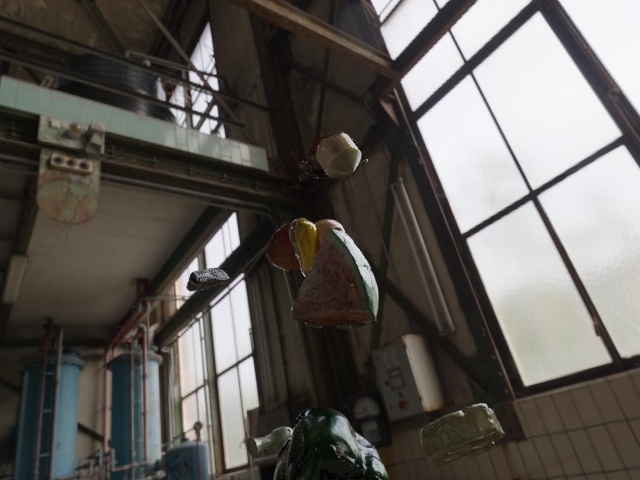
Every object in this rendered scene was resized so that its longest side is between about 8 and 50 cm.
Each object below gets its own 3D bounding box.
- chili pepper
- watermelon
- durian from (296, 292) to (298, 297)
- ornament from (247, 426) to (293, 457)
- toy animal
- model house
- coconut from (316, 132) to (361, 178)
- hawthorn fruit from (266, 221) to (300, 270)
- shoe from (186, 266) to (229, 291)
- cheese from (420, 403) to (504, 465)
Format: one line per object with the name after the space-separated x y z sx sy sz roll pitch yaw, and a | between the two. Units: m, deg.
0.015 0.505 0.942 0.233 0.248 0.256 -37 7 0 | chili pepper
0.083 0.169 1.254 0.319 0.222 0.292 -60 -32 4 | watermelon
-0.046 0.194 1.423 0.066 0.052 0.130 -9 -5 19 | durian
-0.158 0.677 1.463 0.156 0.080 0.075 0 1 -35 | ornament
0.004 0.021 1.953 0.247 0.277 0.345 -15 5 -12 | toy animal
0.028 -0.358 1.826 0.207 0.153 0.294 -26 17 -32 | model house
0.069 -0.294 1.557 0.147 0.152 0.147 -22 -30 -14 | coconut
-0.144 0.038 2.444 0.300 0.275 0.275 15 -27 5 | hawthorn fruit
-0.451 0.159 1.731 0.077 0.074 0.195 -51 -23 22 | shoe
0.515 0.700 1.566 0.319 0.115 0.326 5 -44 -25 | cheese
